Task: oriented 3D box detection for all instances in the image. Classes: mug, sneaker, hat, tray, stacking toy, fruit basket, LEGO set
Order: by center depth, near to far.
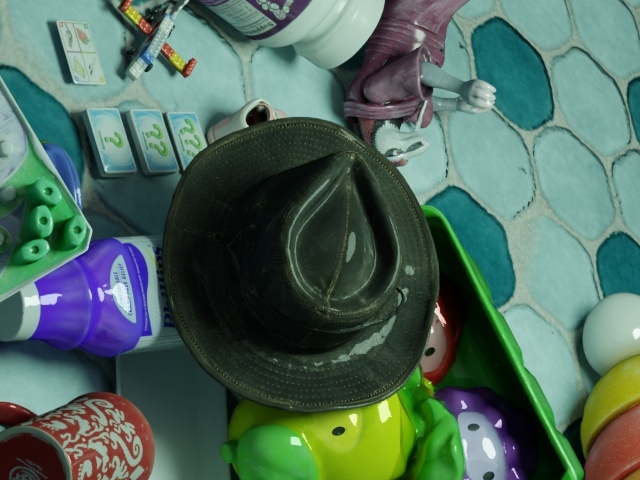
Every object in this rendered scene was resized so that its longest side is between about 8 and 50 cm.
[{"bbox_3d":[-0.253,0.207,1.731,0.169,0.150,0.113,-9,95,-74],"label":"mug"},{"bbox_3d":[0.000,0.000,1.864,0.331,0.134,0.331,8,63,-17],"label":"hat"},{"bbox_3d":[-0.157,0.207,1.918,0.145,0.030,0.270,19,57,-40],"label":"tray"},{"bbox_3d":[0.077,0.175,1.991,0.392,0.283,0.392,46,23,-27],"label":"fruit basket"},{"bbox_3d":[-0.199,-0.192,2.071,0.182,0.060,0.244,-3,71,-51],"label":"LEGO set"},{"bbox_3d":[-0.064,-0.135,2.168,0.134,0.070,0.051,-15,79,-50],"label":"sneaker"},{"bbox_3d":[0.441,0.265,2.369,0.350,0.350,0.480,26,34,-35],"label":"stacking toy"}]

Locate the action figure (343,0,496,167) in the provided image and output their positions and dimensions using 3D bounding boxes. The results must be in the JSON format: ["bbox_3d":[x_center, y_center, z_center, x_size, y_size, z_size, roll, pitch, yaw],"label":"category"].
[{"bbox_3d":[0.100,-0.249,2.310,0.275,0.248,0.370,20,76,2],"label":"action figure"}]

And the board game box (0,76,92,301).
[{"bbox_3d":[-0.450,-0.069,1.594,0.390,0.050,0.390,-32,94,-18],"label":"board game box"}]

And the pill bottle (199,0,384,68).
[{"bbox_3d":[-0.072,-0.332,2.189,0.301,0.169,0.169,34,48,-29],"label":"pill bottle"}]

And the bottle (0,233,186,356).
[{"bbox_3d":[-0.202,0.055,1.859,0.283,0.092,0.118,-3,77,-46],"label":"bottle"}]

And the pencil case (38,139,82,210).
[{"bbox_3d":[-0.374,-0.055,1.764,0.306,0.119,0.133,7,62,-44],"label":"pencil case"}]
